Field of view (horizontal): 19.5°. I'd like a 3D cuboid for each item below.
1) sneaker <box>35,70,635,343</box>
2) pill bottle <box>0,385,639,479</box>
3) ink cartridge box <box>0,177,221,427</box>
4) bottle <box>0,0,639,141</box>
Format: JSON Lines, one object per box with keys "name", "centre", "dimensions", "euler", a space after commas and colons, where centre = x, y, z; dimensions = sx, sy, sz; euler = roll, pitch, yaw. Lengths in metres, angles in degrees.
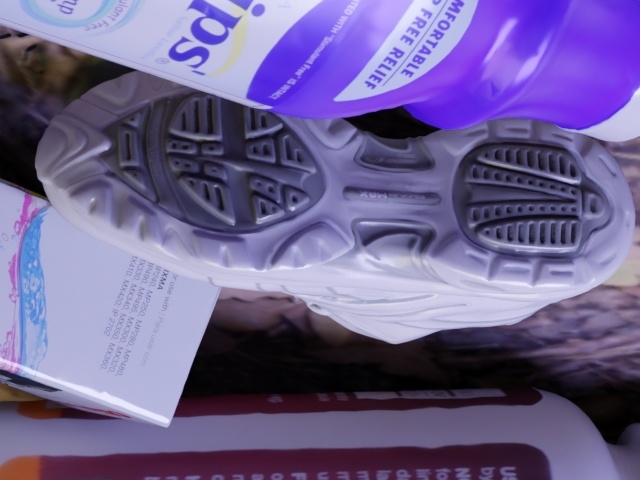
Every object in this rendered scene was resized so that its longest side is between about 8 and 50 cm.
{"name": "sneaker", "centre": [0.000, 0.000, 0.747], "dimensions": [0.232, 0.090, 0.115], "euler": [11, 153, -5]}
{"name": "pill bottle", "centre": [0.024, 0.184, 0.894], "dimensions": [0.392, 0.224, 0.224], "euler": [-1, 150, -3]}
{"name": "ink cartridge box", "centre": [-0.147, 0.014, 0.776], "dimensions": [0.175, 0.072, 0.127], "euler": [24, 169, -25]}
{"name": "bottle", "centre": [-0.006, -0.096, 0.552], "dimensions": [0.283, 0.092, 0.118], "euler": [17, 124, -34]}
